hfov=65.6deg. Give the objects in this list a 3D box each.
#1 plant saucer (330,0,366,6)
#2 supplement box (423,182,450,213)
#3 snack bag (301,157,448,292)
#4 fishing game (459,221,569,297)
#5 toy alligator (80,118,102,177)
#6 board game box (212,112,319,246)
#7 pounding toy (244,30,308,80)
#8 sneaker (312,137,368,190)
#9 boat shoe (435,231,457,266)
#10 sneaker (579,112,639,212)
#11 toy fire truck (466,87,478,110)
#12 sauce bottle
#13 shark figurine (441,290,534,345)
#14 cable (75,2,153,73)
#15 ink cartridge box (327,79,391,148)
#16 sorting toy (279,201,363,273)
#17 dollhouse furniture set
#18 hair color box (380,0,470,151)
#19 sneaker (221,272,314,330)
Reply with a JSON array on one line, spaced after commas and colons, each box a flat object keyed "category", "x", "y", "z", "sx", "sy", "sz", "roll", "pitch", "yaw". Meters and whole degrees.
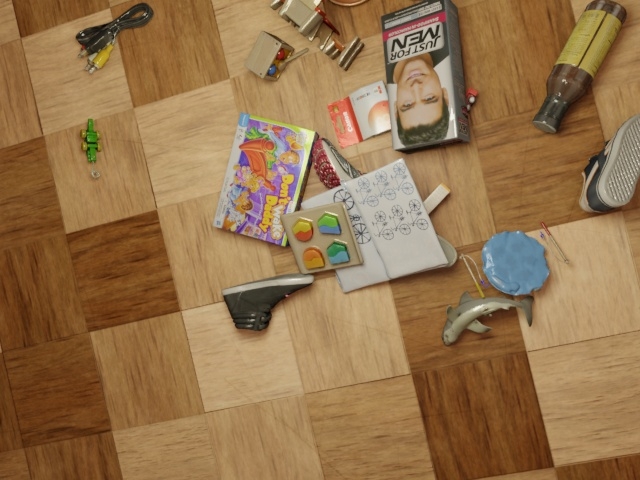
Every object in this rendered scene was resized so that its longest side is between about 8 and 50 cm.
[{"category": "plant saucer", "x": 0.087, "y": -0.781, "z": 1.454, "sx": 0.199, "sy": 0.037, "sz": 0.200, "roll": 0, "pitch": 90, "yaw": 9}, {"category": "supplement box", "x": 0.321, "y": -0.115, "z": 1.418, "sx": 0.036, "sy": 0.062, "sz": 0.098, "roll": 43, "pitch": 97, "yaw": 5}, {"category": "snack bag", "x": 0.137, "y": -0.026, "z": 1.368, "sx": 0.342, "sy": 0.037, "sz": 0.323, "roll": -18, "pitch": 107, "yaw": 28}, {"category": "fishing game", "x": 0.539, "y": 0.064, "z": 1.377, "sx": 0.263, "sy": 0.041, "sz": 0.189, "roll": -25, "pitch": 70, "yaw": -3}, {"category": "toy alligator", "x": -0.737, "y": -0.293, "z": 1.596, "sx": 0.051, "sy": 0.056, "sz": 0.190, "roll": -1, "pitch": 93, "yaw": 51}, {"category": "board game box", "x": -0.162, "y": -0.180, "z": 1.488, "sx": 0.233, "sy": 0.078, "sz": 0.348, "roll": 15, "pitch": 94, "yaw": 8}, {"category": "pounding toy", "x": -0.127, "y": -0.538, "z": 1.458, "sx": 0.100, "sy": 0.141, "sz": 0.130, "roll": 36, "pitch": 111, "yaw": 7}, {"category": "sneaker", "x": 0.088, "y": -0.173, "z": 1.435, "sx": 0.112, "sy": 0.121, "sz": 0.299, "roll": -41, "pitch": 96, "yaw": -19}, {"category": "boat shoe", "x": 0.277, "y": -0.022, "z": 1.407, "sx": 0.254, "sy": 0.079, "sz": 0.095, "roll": 38, "pitch": 84, "yaw": -4}, {"category": "sneaker", "x": 0.788, "y": -0.206, "z": 1.319, "sx": 0.126, "sy": 0.127, "sz": 0.321, "roll": 41, "pitch": 72, "yaw": 0}, {"category": "toy fire truck", "x": 0.367, "y": -0.407, "z": 1.411, "sx": 0.135, "sy": 0.047, "sz": 0.192, "roll": 31, "pitch": 98, "yaw": 9}, {"category": "sauce bottle", "x": 0.679, "y": -0.458, "z": 1.328, "sx": 0.111, "sy": 0.111, "sz": 0.345, "roll": 29, "pitch": 96, "yaw": 7}, {"category": "shark figurine", "x": 0.449, "y": 0.181, "z": 1.391, "sx": 0.278, "sy": 0.116, "sz": 0.166, "roll": -23, "pitch": 121, "yaw": 17}, {"category": "cable", "x": -0.660, "y": -0.660, "z": 1.584, "sx": 0.287, "sy": 0.072, "sz": 0.139, "roll": -39, "pitch": 68, "yaw": -4}, {"category": "ink cartridge box", "x": 0.121, "y": -0.368, "z": 1.455, "sx": 0.179, "sy": 0.045, "sz": 0.146, "roll": -18, "pitch": 88, "yaw": 7}, {"category": "sorting toy", "x": 0.000, "y": 0.000, "z": 1.394, "sx": 0.208, "sy": 0.038, "sz": 0.193, "roll": -10, "pitch": 112, "yaw": 24}, {"category": "dollhouse furniture set", "x": -0.005, "y": -0.618, "z": 1.362, "sx": 0.262, "sy": 0.259, "sz": 0.135, "roll": 42, "pitch": 107, "yaw": 4}, {"category": "hair color box", "x": 0.286, "y": -0.442, "z": 1.358, "sx": 0.185, "sy": 0.113, "sz": 0.375, "roll": -6, "pitch": 90, "yaw": 33}, {"category": "sneaker", "x": -0.145, "y": 0.187, "z": 1.486, "sx": 0.295, "sy": 0.104, "sz": 0.147, "roll": -13, "pitch": 91, "yaw": 15}]
